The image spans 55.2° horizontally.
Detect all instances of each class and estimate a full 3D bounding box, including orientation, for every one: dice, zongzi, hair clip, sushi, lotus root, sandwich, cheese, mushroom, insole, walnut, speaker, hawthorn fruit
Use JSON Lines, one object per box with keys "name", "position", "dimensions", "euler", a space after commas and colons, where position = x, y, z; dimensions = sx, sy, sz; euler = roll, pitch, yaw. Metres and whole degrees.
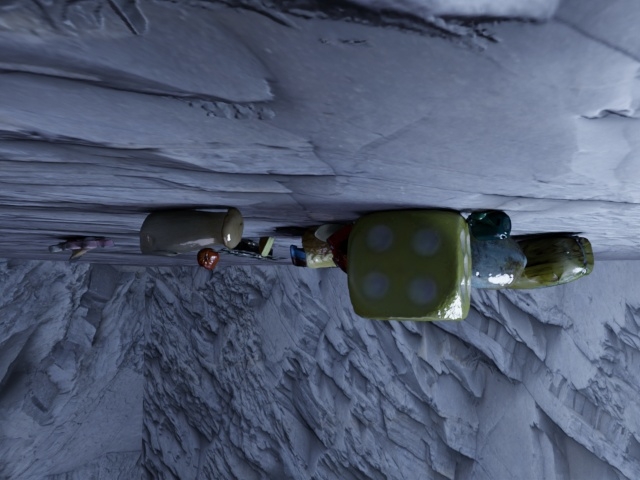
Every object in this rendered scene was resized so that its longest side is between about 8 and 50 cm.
{"name": "dice", "position": [0.199, 0.059, 1.336], "dimensions": [0.238, 0.233, 0.227], "euler": [-2, 174, 21]}
{"name": "zongzi", "position": [0.604, 0.073, 1.857], "dimensions": [0.360, 0.160, 0.323], "euler": [-6, 172, -5]}
{"name": "hair clip", "position": [-0.746, 0.022, 1.912], "dimensions": [0.146, 0.075, 0.257], "euler": [1, 169, -45]}
{"name": "sushi", "position": [-0.234, 0.023, 2.005], "dimensions": [0.215, 0.050, 0.192], "euler": [11, 171, -25]}
{"name": "lotus root", "position": [0.359, 0.031, 1.499], "dimensions": [0.322, 0.158, 0.140], "euler": [12, 169, -21]}
{"name": "sandwich", "position": [-0.172, 0.008, 1.903], "dimensions": [0.031, 0.083, 0.044], "euler": [-3, -138, -40]}
{"name": "cheese", "position": [0.041, 0.027, 1.683], "dimensions": [0.167, 0.094, 0.123], "euler": [-7, 179, 3]}
{"name": "mushroom", "position": [-0.278, -0.019, 1.252], "dimensions": [0.247, 0.096, 0.108], "euler": [-5, 148, 23]}
{"name": "insole", "position": [0.050, -0.019, 1.534], "dimensions": [0.192, 0.010, 0.063], "euler": [3, 132, -50]}
{"name": "walnut", "position": [0.000, 0.000, 1.584], "dimensions": [0.096, 0.082, 0.079], "euler": [-3, -158, 26]}
{"name": "speaker", "position": [0.350, -0.041, 1.285], "dimensions": [0.075, 0.060, 0.094], "euler": [-5, 138, 46]}
{"name": "hawthorn fruit", "position": [-0.436, 0.069, 2.377], "dimensions": [0.093, 0.093, 0.093], "euler": [0, 175, 0]}

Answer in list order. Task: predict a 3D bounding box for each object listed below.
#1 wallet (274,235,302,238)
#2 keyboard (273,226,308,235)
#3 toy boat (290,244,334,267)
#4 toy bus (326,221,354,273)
{"name": "wallet", "position": [-0.096, -0.008, 1.861], "dimensions": [0.083, 0.011, 0.044], "euler": [1, 175, -11]}
{"name": "keyboard", "position": [-0.042, -0.023, 1.677], "dimensions": [0.074, 0.015, 0.196], "euler": [-8, 172, 35]}
{"name": "toy boat", "position": [0.011, 0.029, 1.809], "dimensions": [0.223, 0.097, 0.100], "euler": [1, -170, -29]}
{"name": "toy bus", "position": [0.076, 0.033, 1.527], "dimensions": [0.081, 0.089, 0.195], "euler": [-32, 157, -6]}
